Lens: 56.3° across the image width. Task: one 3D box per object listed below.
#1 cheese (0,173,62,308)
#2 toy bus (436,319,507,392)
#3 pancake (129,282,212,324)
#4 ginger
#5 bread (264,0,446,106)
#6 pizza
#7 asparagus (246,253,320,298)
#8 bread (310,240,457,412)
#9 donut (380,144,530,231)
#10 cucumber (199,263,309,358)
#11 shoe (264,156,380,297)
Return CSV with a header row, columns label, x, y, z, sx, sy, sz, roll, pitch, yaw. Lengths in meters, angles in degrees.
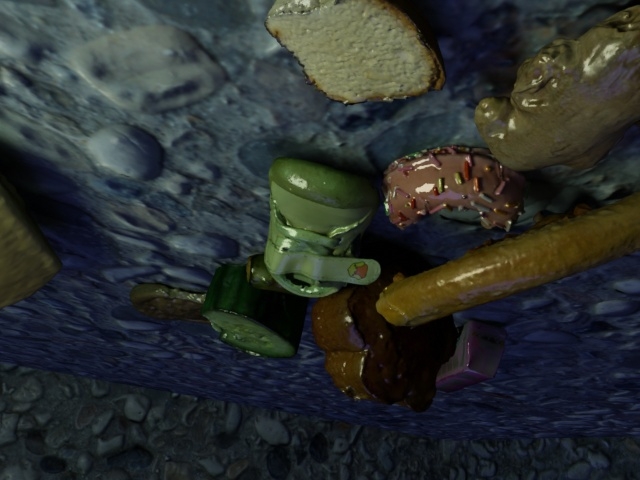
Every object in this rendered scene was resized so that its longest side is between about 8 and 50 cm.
label,x,y,z,sx,sy,sz,roll,pitch,yaw
cheese,-0.493,-0.001,0.744,0.384,0.104,0.384,-36,166,-10
toy bus,0.303,0.254,1.287,0.090,0.112,0.274,16,157,-3
pancake,-0.287,0.145,1.276,0.236,0.042,0.222,19,153,-28
ginger,0.221,-0.119,0.460,0.137,0.074,0.213,8,163,-26
bread,0.028,-0.157,0.465,0.126,0.044,0.129,0,160,34
pizza,0.237,0.017,0.693,0.365,0.074,0.182,-23,-179,26
asparagus,0.013,0.072,0.992,0.277,0.060,0.067,10,147,-9
bread,0.094,0.130,0.880,0.135,0.232,0.247,-13,120,40
donut,0.137,-0.055,0.647,0.166,0.065,0.117,-6,155,24
cucumber,-0.112,0.127,1.081,0.191,0.130,0.191,7,153,3
shoe,0.002,-0.007,0.737,0.140,0.128,0.262,3,163,-6
